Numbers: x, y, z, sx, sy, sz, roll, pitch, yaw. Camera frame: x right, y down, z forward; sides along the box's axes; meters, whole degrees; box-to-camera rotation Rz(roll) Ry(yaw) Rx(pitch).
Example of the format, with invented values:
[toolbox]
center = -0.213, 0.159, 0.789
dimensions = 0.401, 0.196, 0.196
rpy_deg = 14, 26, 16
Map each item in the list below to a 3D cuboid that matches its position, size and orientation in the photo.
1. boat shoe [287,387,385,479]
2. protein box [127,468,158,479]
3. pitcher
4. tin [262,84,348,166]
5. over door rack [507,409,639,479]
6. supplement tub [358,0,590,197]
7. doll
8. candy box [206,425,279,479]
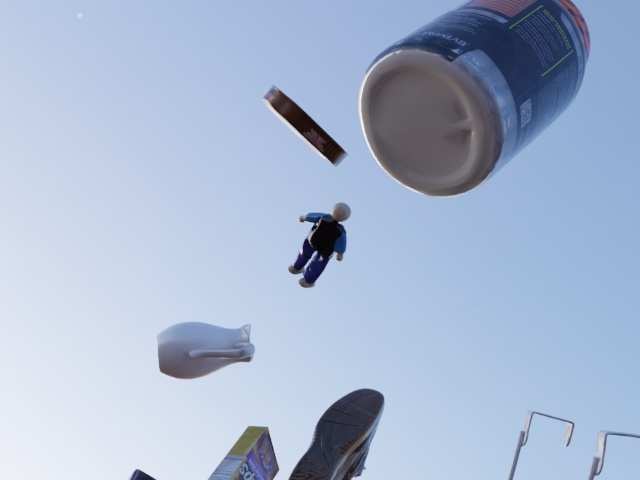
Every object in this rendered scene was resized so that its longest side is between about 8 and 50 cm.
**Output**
[boat shoe]
center = 0.044, 0.483, 2.104
dimensions = 0.123, 0.342, 0.123
rpy_deg = 11, -43, 30
[protein box]
center = -0.135, 0.345, 0.790
dimensions = 0.201, 0.136, 0.200
rpy_deg = 33, -67, -7
[pitcher]
center = -0.243, 0.234, 1.999
dimensions = 0.207, 0.126, 0.178
rpy_deg = -5, -1, -8
[tin]
center = -0.027, -0.195, 1.617
dimensions = 0.189, 0.040, 0.106
rpy_deg = 40, 6, -36
[over door rack]
center = 0.196, 0.322, 0.991
dimensions = 0.108, 0.324, 0.239
rpy_deg = 29, -7, -3
[supplement tub]
center = 0.217, -0.212, 1.240
dimensions = 0.207, 0.338, 0.207
rpy_deg = 22, -51, 29
[doll]
center = 0.000, 0.000, 1.796
dimensions = 0.129, 0.046, 0.189
rpy_deg = 51, -54, 24
[candy box]
center = -0.148, 0.460, 1.835
dimensions = 0.053, 0.187, 0.109
rpy_deg = -3, -67, 26
